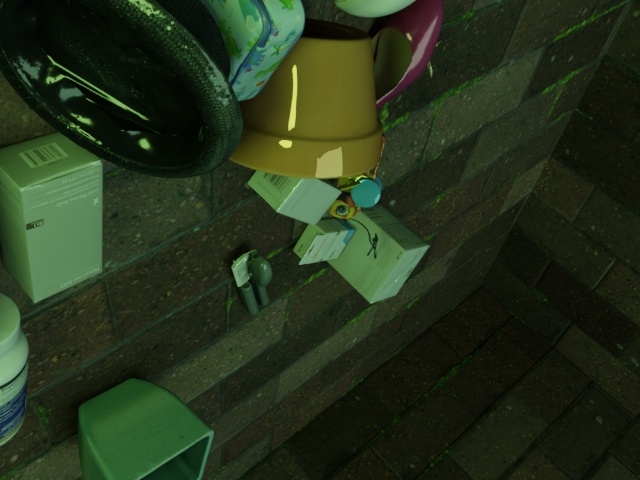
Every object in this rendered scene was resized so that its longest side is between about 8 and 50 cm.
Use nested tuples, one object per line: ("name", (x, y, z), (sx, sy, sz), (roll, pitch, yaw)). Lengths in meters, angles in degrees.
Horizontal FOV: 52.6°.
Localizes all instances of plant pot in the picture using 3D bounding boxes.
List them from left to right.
("plant pot", (-0.434, 0.474, 1.504), (0.248, 0.252, 0.247), (-25, 147, -39))
("plant pot", (-0.028, -0.248, 1.067), (0.291, 0.291, 0.203), (-21, 129, -44))

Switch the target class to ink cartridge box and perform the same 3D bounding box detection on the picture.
("ink cartridge box", (0.000, 0.000, 1.714), (0.180, 0.060, 0.104), (-8, 136, -54))

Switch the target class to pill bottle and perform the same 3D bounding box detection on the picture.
("pill bottle", (-0.552, 0.210, 1.038), (0.153, 0.153, 0.264), (-22, 145, -43))

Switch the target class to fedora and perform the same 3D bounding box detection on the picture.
("fedora", (-0.231, -0.231, 0.794), (0.334, 0.334, 0.152), (96, 13, -53))

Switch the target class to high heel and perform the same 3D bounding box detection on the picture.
("high heel", (0.102, -0.330, 1.286), (0.377, 0.127, 0.181), (-56, 165, 28))

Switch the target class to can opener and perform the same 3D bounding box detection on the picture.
("can opener", (-0.165, 0.112, 1.596), (0.074, 0.093, 0.280), (-39, 159, -19))

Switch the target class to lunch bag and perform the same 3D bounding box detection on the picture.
("lunch bag", (-0.128, -0.298, 0.882), (0.090, 0.176, 0.219), (-29, 175, -35))

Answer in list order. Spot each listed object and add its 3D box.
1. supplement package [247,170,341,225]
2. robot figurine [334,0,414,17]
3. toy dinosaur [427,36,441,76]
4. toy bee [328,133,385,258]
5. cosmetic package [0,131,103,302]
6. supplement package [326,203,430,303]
("supplement package", (-0.053, -0.115, 1.404), (0.105, 0.105, 0.179), (-52, 154, 10))
("robot figurine", (0.031, -0.433, 0.833), (0.354, 0.300, 0.199), (35, 104, -26))
("toy dinosaur", (0.220, -0.433, 1.446), (0.093, 0.053, 0.183), (-41, 152, 27))
("toy bee", (0.066, -0.114, 1.542), (0.195, 0.162, 0.298), (47, 48, -84))
("cosmetic package", (-0.405, -0.034, 0.968), (0.127, 0.107, 0.237), (-31, 148, -37))
("supplement package", (0.157, 0.032, 1.844), (0.149, 0.203, 0.194), (-9, 137, -54))
